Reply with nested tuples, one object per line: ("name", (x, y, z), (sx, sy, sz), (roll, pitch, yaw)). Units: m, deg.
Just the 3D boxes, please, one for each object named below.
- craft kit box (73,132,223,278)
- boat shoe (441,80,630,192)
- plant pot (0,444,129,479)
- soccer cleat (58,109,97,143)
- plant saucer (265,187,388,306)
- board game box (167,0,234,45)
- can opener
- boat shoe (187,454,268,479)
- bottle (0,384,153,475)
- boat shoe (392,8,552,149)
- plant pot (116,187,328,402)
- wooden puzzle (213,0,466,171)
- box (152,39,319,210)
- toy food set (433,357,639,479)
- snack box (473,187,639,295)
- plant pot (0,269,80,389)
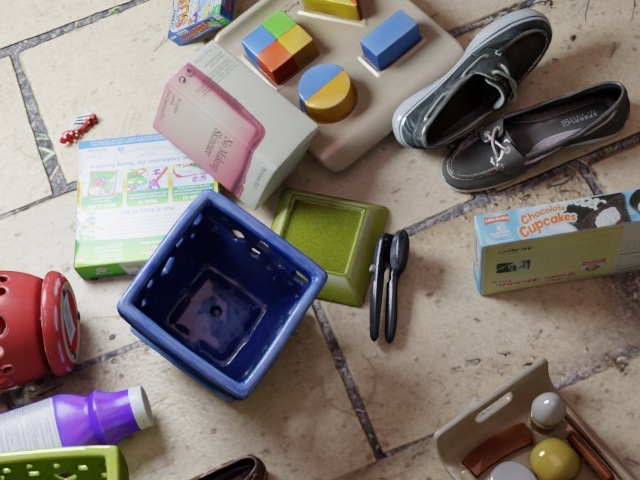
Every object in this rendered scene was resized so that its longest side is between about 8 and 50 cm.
("craft kit box", (-0.289, -0.065, 1.959), (0.250, 0.061, 0.246), (-5, 61, 4))
("boat shoe", (0.355, -0.183, 1.915), (0.335, 0.095, 0.112), (-21, 64, -4))
("plant pot", (-0.373, 0.432, 1.640), (0.228, 0.207, 0.227), (-4, 64, 4))
("soccer cleat", (-0.437, -0.203, 2.060), (0.083, 0.029, 0.035), (-42, 58, -17))
("plant saucer", (0.000, 0.000, 1.897), (0.188, 0.045, 0.188), (11, 66, 12))
("board game box", (-0.211, -0.469, 2.121), (0.136, 0.035, 0.201), (-17, 57, 37))
("can opener", (0.103, 0.073, 1.844), (0.059, 0.073, 0.186), (11, 75, 3))
("boat shoe", (-0.176, 0.382, 1.717), (0.207, 0.073, 0.073), (-33, 66, -8))
("bottle", (-0.401, 0.297, 1.773), (0.283, 0.092, 0.118), (-19, 64, -3))
("boat shoe", (0.277, -0.256, 1.931), (0.335, 0.121, 0.119), (-42, 34, -7))
("plant pot", (-0.153, 0.099, 1.754), (0.236, 0.212, 0.236), (35, 72, 2))
("wooden puzzle", (0.029, -0.335, 1.993), (0.322, 0.080, 0.348), (-39, 69, -9))
("box", (-0.143, -0.188, 1.903), (0.232, 0.148, 0.127), (40, 59, 4))
("toy food set", (0.340, 0.338, 1.644), (0.220, 0.092, 0.306), (-31, 63, -20))
("snack box", (0.398, 0.000, 1.770), (0.322, 0.187, 0.060), (-9, 63, 2))
("plant pot", (-0.477, 0.138, 1.808), (0.174, 0.191, 0.191), (-5, 64, 1))
